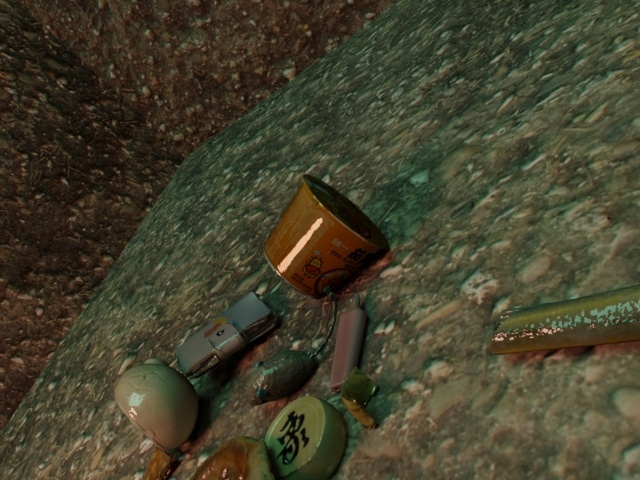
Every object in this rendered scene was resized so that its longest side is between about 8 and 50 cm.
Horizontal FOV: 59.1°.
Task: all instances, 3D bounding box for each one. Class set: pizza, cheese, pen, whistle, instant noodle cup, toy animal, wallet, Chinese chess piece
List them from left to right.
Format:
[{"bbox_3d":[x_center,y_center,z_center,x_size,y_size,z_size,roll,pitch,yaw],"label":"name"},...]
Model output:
[{"bbox_3d":[-0.325,0.469,1.130,0.100,0.029,0.099,-15,47,52],"label":"pizza"},{"bbox_3d":[-0.206,0.210,1.237,0.231,0.069,0.170,-36,22,-11],"label":"wallet"},{"bbox_3d":[-0.039,0.204,1.008,0.253,0.079,0.070,-47,47,2],"label":"toy animal"},{"bbox_3d":[-0.027,0.309,0.860,0.144,0.058,0.144,-35,28,22],"label":"Chinese chess piece"},{"bbox_3d":[0.000,0.000,1.118,0.172,0.215,0.216,-49,24,15],"label":"instant noodle cup"},{"bbox_3d":[0.050,0.169,0.979,0.053,0.032,0.197,-27,34,37],"label":"pen"},{"bbox_3d":[0.058,0.235,0.844,0.041,0.060,0.084,-34,21,26],"label":"cheese"},{"bbox_3d":[0.339,0.082,0.628,0.326,0.057,0.068,-20,33,44],"label":"whistle"}]

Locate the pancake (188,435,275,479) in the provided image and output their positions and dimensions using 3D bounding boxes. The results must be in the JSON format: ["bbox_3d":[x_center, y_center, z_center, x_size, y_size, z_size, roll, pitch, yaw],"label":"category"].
[{"bbox_3d":[-0.162,0.450,0.827,0.356,0.065,0.356,-45,24,27],"label":"pancake"}]

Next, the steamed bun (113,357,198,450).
[{"bbox_3d":[-0.331,0.328,1.169,0.130,0.177,0.228,-43,16,-18],"label":"steamed bun"}]
